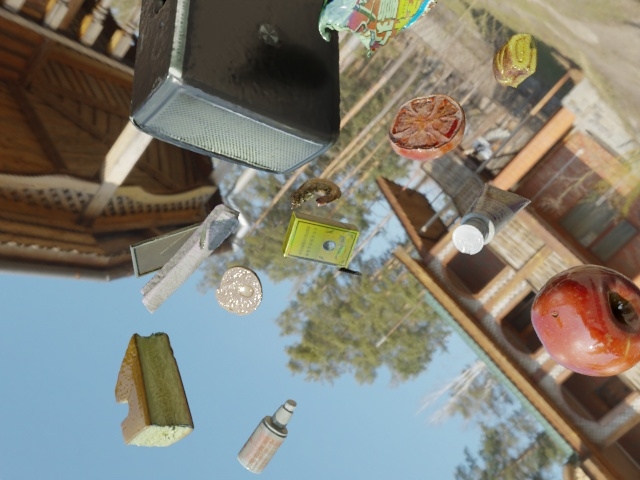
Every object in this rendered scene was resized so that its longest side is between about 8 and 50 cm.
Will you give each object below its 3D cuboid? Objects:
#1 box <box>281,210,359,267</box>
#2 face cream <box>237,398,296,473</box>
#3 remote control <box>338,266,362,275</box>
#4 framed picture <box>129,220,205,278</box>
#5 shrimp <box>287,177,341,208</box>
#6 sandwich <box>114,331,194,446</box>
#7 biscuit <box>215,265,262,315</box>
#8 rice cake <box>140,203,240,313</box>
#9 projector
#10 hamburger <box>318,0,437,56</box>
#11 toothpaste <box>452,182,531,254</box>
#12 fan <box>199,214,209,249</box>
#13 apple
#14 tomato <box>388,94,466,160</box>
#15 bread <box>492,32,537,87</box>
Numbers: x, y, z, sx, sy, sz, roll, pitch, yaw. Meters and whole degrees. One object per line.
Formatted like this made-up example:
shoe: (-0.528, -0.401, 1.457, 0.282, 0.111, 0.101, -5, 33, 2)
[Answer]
box: (0.000, 0.000, 1.967, 0.219, 0.141, 0.064, 12, -159, -19)
face cream: (-0.161, 0.622, 1.975, 0.101, 0.252, 0.101, 34, -177, -2)
remote control: (0.087, 0.091, 1.791, 0.034, 0.016, 0.091, 9, -179, -31)
framed picture: (-0.475, 0.030, 1.941, 0.249, 0.184, 0.016, -21, -118, -22)
shrimp: (-0.024, -0.164, 2.180, 0.150, 0.068, 0.248, 26, -143, 30)
sandwich: (-0.379, 0.334, 1.373, 0.122, 0.128, 0.236, 16, -136, -46)
biscuit: (-0.304, 0.190, 2.347, 0.180, 0.208, 0.049, 27, -157, 6)
rice cake: (-0.353, 0.045, 1.645, 0.072, 0.365, 0.056, 39, -174, -43)
projector: (-0.173, -0.385, 1.326, 0.405, 0.242, 0.396, 14, -116, -35)
hamburger: (0.105, -0.520, 1.220, 0.276, 0.260, 0.151, -1, -129, -53)
toothpaste: (0.370, -0.060, 1.330, 0.113, 0.073, 0.299, 24, -145, 22)
fan: (-0.268, -0.020, 1.415, 0.004, 0.083, 0.056, 12, -165, -23)
apple: (0.626, 0.186, 1.427, 0.260, 0.216, 0.261, 12, -119, -23)
tomato: (0.326, -0.329, 1.850, 0.237, 0.236, 0.095, 56, 180, 39)
bread: (0.608, -0.566, 1.923, 0.103, 0.132, 0.172, -4, 180, -2)
